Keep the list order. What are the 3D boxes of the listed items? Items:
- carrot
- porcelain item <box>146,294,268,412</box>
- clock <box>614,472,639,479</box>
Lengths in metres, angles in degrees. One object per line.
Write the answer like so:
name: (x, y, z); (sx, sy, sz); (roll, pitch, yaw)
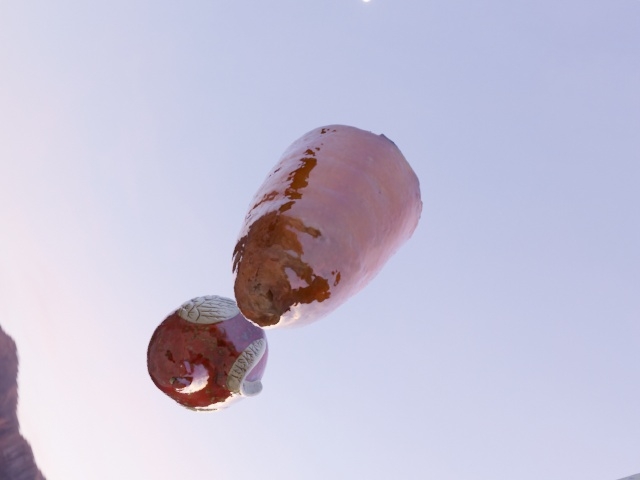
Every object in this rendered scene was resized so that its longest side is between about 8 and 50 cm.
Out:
carrot: (0.000, 0.000, 0.510); (0.159, 0.225, 0.159); (8, -61, 14)
porcelain item: (-0.226, 0.238, 1.122); (0.253, 0.252, 0.253); (22, -61, 46)
clock: (0.266, 0.166, 0.350); (0.277, 0.293, 0.071); (103, -29, -73)
